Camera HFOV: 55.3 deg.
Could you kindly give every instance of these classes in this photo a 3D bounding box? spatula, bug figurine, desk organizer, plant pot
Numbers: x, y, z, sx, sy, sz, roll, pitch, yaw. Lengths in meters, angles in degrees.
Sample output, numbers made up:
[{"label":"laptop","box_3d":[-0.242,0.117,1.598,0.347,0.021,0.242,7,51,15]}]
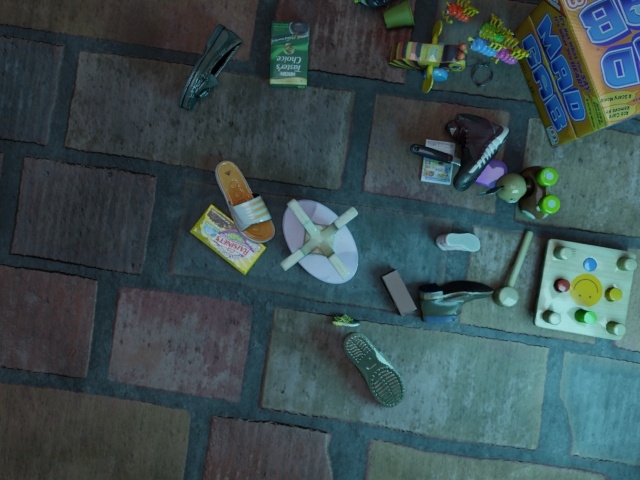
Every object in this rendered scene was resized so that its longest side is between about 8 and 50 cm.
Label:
[{"label":"spatula","box_3d":[0.398,-0.226,1.766,0.296,0.030,0.084,17,89,-9]},{"label":"bug figurine","box_3d":[0.454,-0.569,1.693,0.216,0.279,0.072,13,131,-27]},{"label":"desk organizer","box_3d":[0.224,0.150,1.766,0.050,0.047,0.130,-27,90,-2]},{"label":"plant pot","box_3d":[0.223,-0.644,1.761,0.079,0.083,0.084,-15,90,12]}]

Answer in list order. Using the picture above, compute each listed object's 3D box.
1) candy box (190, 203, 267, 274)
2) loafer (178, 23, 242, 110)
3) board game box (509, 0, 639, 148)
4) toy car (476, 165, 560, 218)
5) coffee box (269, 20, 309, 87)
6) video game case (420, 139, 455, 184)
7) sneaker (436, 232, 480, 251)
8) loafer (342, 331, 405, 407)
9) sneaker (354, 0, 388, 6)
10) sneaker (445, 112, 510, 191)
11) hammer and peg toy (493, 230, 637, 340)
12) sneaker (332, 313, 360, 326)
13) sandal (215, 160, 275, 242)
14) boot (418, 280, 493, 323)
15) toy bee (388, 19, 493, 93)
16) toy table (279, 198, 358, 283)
[{"label":"candy box","box_3d":[-0.267,-0.003,1.779,0.205,0.027,0.105,38,91,0]},{"label":"loafer","box_3d":[-0.315,-0.486,1.752,0.084,0.096,0.268,26,88,-6]},{"label":"board game box","box_3d":[0.777,-0.496,1.614,0.355,0.356,0.357,-21,89,0]},{"label":"toy car","box_3d":[0.540,-0.130,1.705,0.188,0.155,0.149,-4,89,-5]},{"label":"coffee box","box_3d":[-0.089,-0.537,1.774,0.113,0.040,0.184,3,90,0]},{"label":"video game case","box_3d":[0.343,-0.229,1.786,0.087,0.011,0.122,7,89,0]},{"label":"sneaker","box_3d":[0.394,0.005,1.770,0.134,0.070,0.051,8,80,-29]},{"label":"loafer","box_3d":[0.153,0.358,1.747,0.101,0.092,0.269,-32,105,2]},{"label":"sneaker","box_3d":[0.197,-0.732,1.753,0.234,0.097,0.084,-27,117,-23]},{"label":"sneaker","box_3d":[0.401,-0.260,1.716,0.162,0.106,0.281,36,55,12]},{"label":"hammer and peg toy","box_3d":[0.692,0.123,1.723,0.360,0.127,0.266,11,90,0]},{"label":"sneaker","box_3d":[0.075,0.230,1.773,0.083,0.031,0.035,3,89,0]},{"label":"sandal","box_3d":[-0.219,-0.113,1.742,0.101,0.076,0.265,-31,90,-21]},{"label":"boot","box_3d":[0.386,0.179,1.765,0.219,0.082,0.106,-1,111,-4]},{"label":"toy bee","box_3d":[0.346,-0.523,1.714,0.297,0.162,0.196,-11,88,0]},{"label":"toy table","box_3d":[0.000,0.000,1.712,0.274,0.161,0.252,41,90,1]}]
